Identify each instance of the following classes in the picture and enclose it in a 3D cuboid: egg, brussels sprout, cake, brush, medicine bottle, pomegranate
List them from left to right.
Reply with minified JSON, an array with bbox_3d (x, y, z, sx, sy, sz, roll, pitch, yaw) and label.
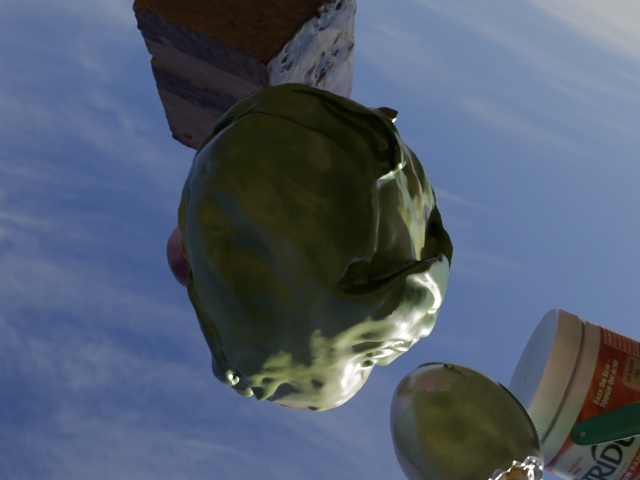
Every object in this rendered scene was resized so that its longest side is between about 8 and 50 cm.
[{"bbox_3d":[-0.230,0.022,1.826,0.191,0.191,0.191,19,-152,-11],"label":"pomegranate"},{"bbox_3d":[-0.069,-0.202,1.018,0.196,0.293,0.198,23,-120,19],"label":"cake"},{"bbox_3d":[-0.002,0.001,0.732,0.227,0.294,0.259,5,-154,10],"label":"brussels sprout"},{"bbox_3d":[0.184,0.259,1.155,0.183,0.183,0.217,2,-146,-36],"label":"egg"},{"bbox_3d":[0.441,0.267,1.387,0.241,0.252,0.252,22,-152,6],"label":"medicine bottle"},{"bbox_3d":[0.436,0.244,1.172,0.032,0.193,0.043,28,-135,-51],"label":"brush"}]
